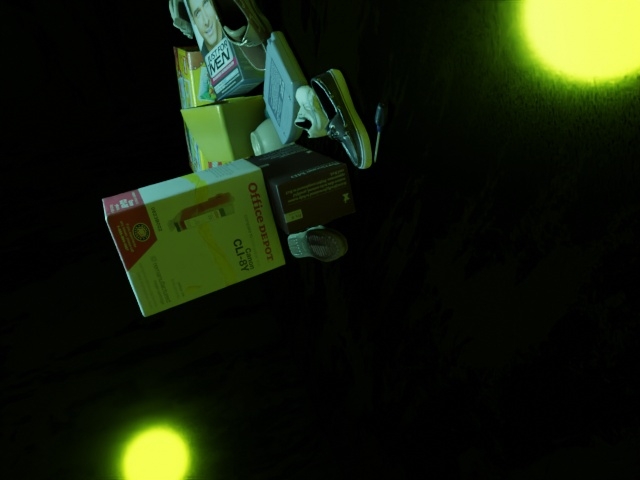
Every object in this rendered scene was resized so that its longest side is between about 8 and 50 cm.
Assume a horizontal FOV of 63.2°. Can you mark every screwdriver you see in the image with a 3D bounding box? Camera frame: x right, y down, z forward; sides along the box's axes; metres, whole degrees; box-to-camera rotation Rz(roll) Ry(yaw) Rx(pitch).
[{"bbox_3d":[0.118,-0.206,1.029,0.025,0.024,0.170,30,154,21],"label":"screwdriver"}]

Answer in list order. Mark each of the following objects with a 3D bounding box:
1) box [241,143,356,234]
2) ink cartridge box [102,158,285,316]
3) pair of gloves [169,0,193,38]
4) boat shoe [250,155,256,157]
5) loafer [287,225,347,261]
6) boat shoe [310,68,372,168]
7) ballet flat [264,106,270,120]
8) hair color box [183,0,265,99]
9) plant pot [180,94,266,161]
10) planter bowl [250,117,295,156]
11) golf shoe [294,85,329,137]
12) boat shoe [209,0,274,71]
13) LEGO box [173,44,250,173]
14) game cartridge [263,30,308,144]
[{"bbox_3d":[-0.075,-0.153,1.417,0.381,0.191,0.143,-140,34,-61],"label":"box"},{"bbox_3d":[-0.313,-0.018,1.328,0.160,0.384,0.279,35,142,60],"label":"ink cartridge box"},{"bbox_3d":[-0.391,-0.747,1.731,0.042,0.240,0.204,-9,75,39],"label":"pair of gloves"},{"bbox_3d":[-0.298,-0.328,2.186,0.066,0.066,0.183,99,148,-59],"label":"boat shoe"},{"bbox_3d":[0.000,0.000,1.542,0.268,0.092,0.102,3,115,56],"label":"loafer"},{"bbox_3d":[0.040,-0.256,1.117,0.080,0.076,0.229,160,91,-74],"label":"boat shoe"},{"bbox_3d":[-0.163,-0.401,1.718,0.114,0.041,0.041,92,153,-52],"label":"ballet flat"},{"bbox_3d":[-0.300,-0.655,1.627,0.185,0.113,0.375,-13,97,53],"label":"hair color box"},{"bbox_3d":[-0.304,-0.370,1.742,0.212,0.212,0.187,6,114,41],"label":"plant pot"},{"bbox_3d":[-0.156,-0.310,1.656,0.162,0.109,0.162,160,90,-75],"label":"planter bowl"},{"bbox_3d":[-0.032,-0.313,1.261,0.176,0.086,0.069,55,162,36],"label":"golf shoe"},{"bbox_3d":[-0.213,-0.568,1.372,0.324,0.123,0.117,59,-140,-53],"label":"boat shoe"},{"bbox_3d":[-0.428,-0.499,2.058,0.372,0.193,0.501,-136,39,-58],"label":"LEGO box"},{"bbox_3d":[-0.099,-0.406,1.455,0.294,0.060,0.196,112,139,-67],"label":"game cartridge"}]
